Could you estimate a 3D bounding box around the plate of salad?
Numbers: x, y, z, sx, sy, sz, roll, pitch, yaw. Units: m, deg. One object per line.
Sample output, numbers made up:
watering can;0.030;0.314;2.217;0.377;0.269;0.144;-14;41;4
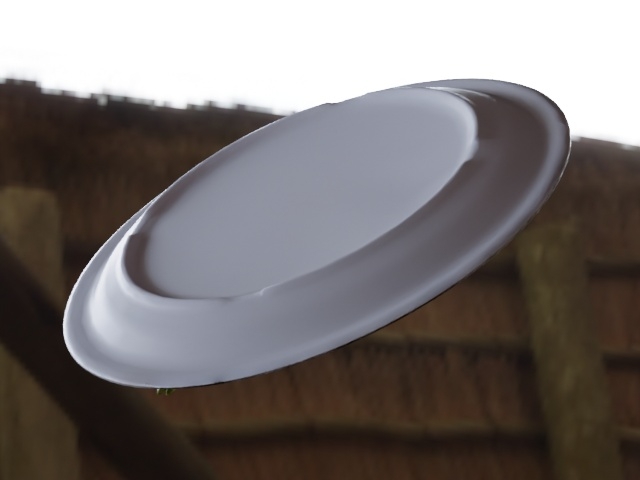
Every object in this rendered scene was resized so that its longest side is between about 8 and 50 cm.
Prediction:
plate of salad;0.000;0.000;0.689;0.199;0.048;0.200;-20;-156;10
